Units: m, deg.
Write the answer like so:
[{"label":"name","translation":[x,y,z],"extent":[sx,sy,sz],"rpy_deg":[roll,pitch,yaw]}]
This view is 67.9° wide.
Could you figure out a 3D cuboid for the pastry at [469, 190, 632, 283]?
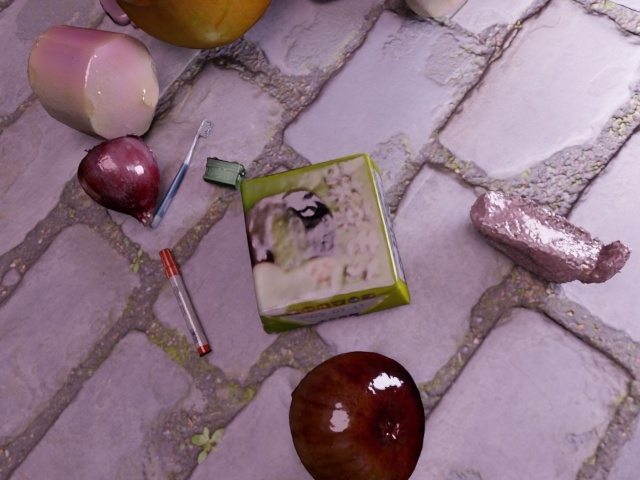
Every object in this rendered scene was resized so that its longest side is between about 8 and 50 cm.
[{"label":"pastry","translation":[0.399,0.000,0.865],"extent":[0.265,0.112,0.103],"rpy_deg":[30,73,21]}]

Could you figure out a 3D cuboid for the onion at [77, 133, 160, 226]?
[{"label":"onion","translation":[-0.404,-0.117,0.992],"extent":[0.160,0.159,0.194],"rpy_deg":[-29,96,0]}]

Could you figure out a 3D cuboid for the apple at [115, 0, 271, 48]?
[{"label":"apple","translation":[-0.266,-0.593,0.958],"extent":[0.374,0.374,0.383],"rpy_deg":[25,120,14]}]

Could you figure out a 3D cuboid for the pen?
[{"label":"pen","translation":[-0.277,0.123,0.967],"extent":[0.028,0.028,0.239],"rpy_deg":[-27,74,0]}]

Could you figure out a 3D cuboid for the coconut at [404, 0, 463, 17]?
[{"label":"coconut","translation":[0.251,-0.569,0.986],"extent":[0.171,0.183,0.170],"rpy_deg":[19,55,-29]}]

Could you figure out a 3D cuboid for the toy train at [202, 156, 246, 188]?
[{"label":"toy train","translation":[-0.207,-0.145,1.022],"extent":[0.093,0.038,0.056],"rpy_deg":[13,80,11]}]

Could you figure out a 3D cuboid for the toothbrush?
[{"label":"toothbrush","translation":[-0.305,-0.148,1.047],"extent":[0.025,0.019,0.275],"rpy_deg":[22,79,5]}]

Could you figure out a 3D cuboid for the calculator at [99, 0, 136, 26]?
[{"label":"calculator","translation":[-0.492,-0.595,1.188],"extent":[0.103,0.024,0.166],"rpy_deg":[-40,73,-4]}]

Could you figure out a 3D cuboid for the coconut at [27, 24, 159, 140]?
[{"label":"coconut","translation":[-0.464,-0.328,1.020],"extent":[0.245,0.233,0.233],"rpy_deg":[19,79,13]}]

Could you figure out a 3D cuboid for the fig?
[{"label":"fig","translation":[0.061,0.300,0.791],"extent":[0.235,0.214,0.235],"rpy_deg":[7,58,-11]}]

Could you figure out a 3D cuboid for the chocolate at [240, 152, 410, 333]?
[{"label":"chocolate","translation":[0.000,0.000,0.902],"extent":[0.289,0.137,0.300],"rpy_deg":[-13,74,4]}]
